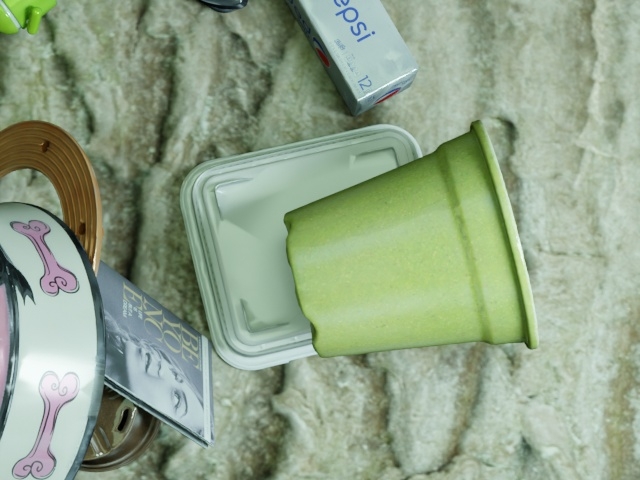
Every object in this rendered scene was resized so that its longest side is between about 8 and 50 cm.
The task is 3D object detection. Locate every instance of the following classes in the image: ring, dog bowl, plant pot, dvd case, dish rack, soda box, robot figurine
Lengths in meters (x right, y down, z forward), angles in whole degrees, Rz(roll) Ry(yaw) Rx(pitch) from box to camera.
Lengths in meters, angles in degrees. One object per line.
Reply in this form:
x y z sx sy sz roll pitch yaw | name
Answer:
-0.370 0.020 1.398 0.337 0.032 0.336 -12 71 37 | ring
-0.430 0.142 1.296 0.408 0.150 0.407 -9 75 37 | dog bowl
0.098 0.023 1.364 0.254 0.276 0.276 -14 83 5 | plant pot
-0.278 0.201 1.408 0.167 0.165 0.166 1 81 -5 | plant pot
-0.203 0.134 1.382 0.018 0.221 0.164 -29 42 21 | dvd case
0.000 0.000 1.507 0.333 0.072 0.285 -13 82 -7 | dish rack
0.018 -0.315 1.542 0.098 0.091 0.286 -30 84 -7 | soda box
-0.396 -0.318 1.524 0.115 0.067 0.101 -37 76 -8 | robot figurine

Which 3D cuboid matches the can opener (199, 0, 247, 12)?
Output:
-0.180 -0.351 1.552 0.186 0.073 0.059 18 89 8 | can opener
